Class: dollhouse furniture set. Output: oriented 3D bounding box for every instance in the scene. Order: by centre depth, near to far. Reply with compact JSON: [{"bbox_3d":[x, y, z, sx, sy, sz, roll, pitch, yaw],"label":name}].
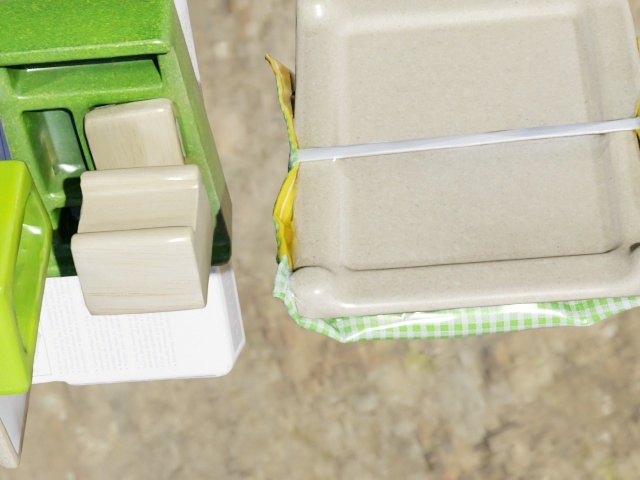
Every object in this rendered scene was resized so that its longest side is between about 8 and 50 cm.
[{"bbox_3d":[0.000,0.000,0.790,0.301,0.198,0.151,-4,137,5],"label":"dollhouse furniture set"}]

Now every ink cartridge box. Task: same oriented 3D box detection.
[{"bbox_3d":[-0.210,-0.033,1.371,0.261,0.066,0.296,-5,108,11],"label":"ink cartridge box"}]
